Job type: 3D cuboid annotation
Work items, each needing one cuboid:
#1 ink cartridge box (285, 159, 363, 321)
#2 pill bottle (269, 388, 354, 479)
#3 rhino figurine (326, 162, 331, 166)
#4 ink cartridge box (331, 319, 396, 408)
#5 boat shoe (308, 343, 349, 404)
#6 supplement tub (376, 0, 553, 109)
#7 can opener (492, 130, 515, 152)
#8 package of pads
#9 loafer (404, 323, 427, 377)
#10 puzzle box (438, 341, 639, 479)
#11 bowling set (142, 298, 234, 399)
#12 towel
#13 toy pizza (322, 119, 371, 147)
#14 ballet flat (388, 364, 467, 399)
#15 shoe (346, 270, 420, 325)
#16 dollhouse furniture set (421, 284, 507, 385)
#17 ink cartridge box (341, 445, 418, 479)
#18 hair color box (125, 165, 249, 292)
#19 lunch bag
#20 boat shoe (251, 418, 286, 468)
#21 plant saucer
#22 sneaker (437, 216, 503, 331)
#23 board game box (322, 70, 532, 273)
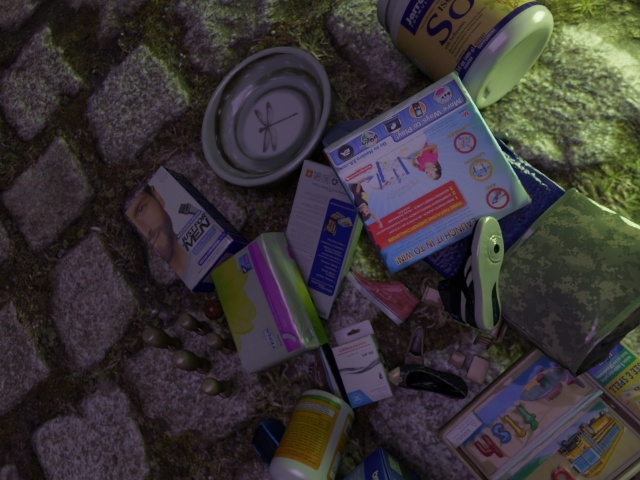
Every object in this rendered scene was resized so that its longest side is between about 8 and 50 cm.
[{"bbox_3d":[0.000,0.000,1.021,0.176,0.069,0.370,21,103,21],"label":"ink cartridge box"},{"bbox_3d":[-0.027,0.464,0.878,0.137,0.136,0.245,10,42,20],"label":"pill bottle"},{"bbox_3d":[0.104,-0.144,1.029,0.243,0.073,0.106,28,114,20],"label":"rhino figurine"},{"bbox_3d":[0.096,0.289,0.969,0.104,0.060,0.180,-24,74,14],"label":"ink cartridge box"},{"bbox_3d":[0.005,0.321,0.993,0.066,0.066,0.183,-26,74,15],"label":"boat shoe"},{"bbox_3d":[0.312,-0.486,0.927,0.241,0.241,0.331,-43,71,8],"label":"supplement tub"},{"bbox_3d":[0.309,-0.187,0.965,0.281,0.093,0.074,-15,78,11],"label":"can opener"},{"bbox_3d":[-0.139,0.159,1.014,0.229,0.101,0.296,-33,73,33],"label":"package of pads"},{"bbox_3d":[0.219,0.255,0.944,0.045,0.039,0.125,9,84,19],"label":"loafer"},{"bbox_3d":[0.484,0.373,0.828,0.409,0.052,0.272,-46,71,7],"label":"puzzle box"},{"bbox_3d":[-0.297,0.268,1.084,0.287,0.154,0.199,34,74,22],"label":"bowling set"},{"bbox_3d":[0.355,-0.050,0.910,0.228,0.076,0.308,43,98,9],"label":"towel"},{"bbox_3d":[0.104,-0.241,1.017,0.202,0.032,0.201,2,43,-2],"label":"toy pizza"},{"bbox_3d":[0.238,0.313,0.906,0.173,0.049,0.057,6,102,8],"label":"ballet flat"},{"bbox_3d":[0.150,0.116,0.981,0.178,0.063,0.081,41,94,15],"label":"shoe"},{"bbox_3d":[0.291,0.204,0.895,0.182,0.101,0.160,21,88,21],"label":"dollhouse furniture set"},{"bbox_3d":[0.123,0.615,0.811,0.395,0.151,0.270,-45,98,6],"label":"ink cartridge box"},{"bbox_3d":[-0.381,-0.033,1.163,0.339,0.110,0.185,43,97,22],"label":"hair color box"},{"bbox_3d":[0.479,0.086,0.779,0.287,0.169,0.235,-42,48,1],"label":"lunch bag"},{"bbox_3d":[-0.067,0.550,0.975,0.258,0.109,0.089,43,104,36],"label":"boat shoe"},{"bbox_3d":[-0.138,-0.324,1.116,0.401,0.101,0.399,-6,75,24],"label":"plant saucer"},{"bbox_3d":[0.283,0.061,0.802,0.121,0.079,0.216,5,95,58],"label":"sneaker"},{"bbox_3d":[0.212,-0.132,0.856,0.308,0.086,0.301,-28,85,11],"label":"board game box"}]
